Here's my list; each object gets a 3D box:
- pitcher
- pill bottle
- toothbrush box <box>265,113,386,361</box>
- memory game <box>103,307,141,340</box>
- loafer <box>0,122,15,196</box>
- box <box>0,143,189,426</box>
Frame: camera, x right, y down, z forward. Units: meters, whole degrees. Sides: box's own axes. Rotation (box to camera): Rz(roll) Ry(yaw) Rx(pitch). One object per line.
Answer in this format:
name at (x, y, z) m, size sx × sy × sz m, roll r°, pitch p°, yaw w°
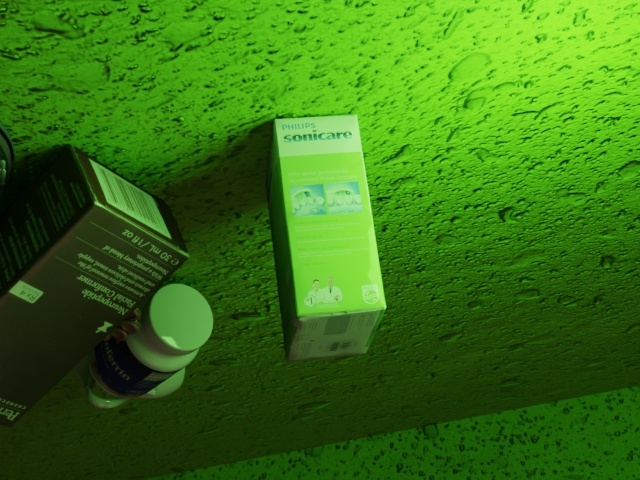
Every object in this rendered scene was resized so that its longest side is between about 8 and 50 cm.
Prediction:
pitcher at (-0.373, 0.268, 2.205) m, size 0.207 × 0.178 × 0.126 m, roll 6°, pitch 127°, yaw -27°
pill bottle at (-0.311, 0.183, 2.045) m, size 0.153 × 0.153 × 0.264 m, roll 7°, pitch 153°, yaw -33°
toothbrush box at (0.000, 0.000, 1.530) m, size 0.122 × 0.283 × 0.206 m, roll -6°, pitch 157°, yaw -8°
memory game at (-0.392, 0.112, 1.909) m, size 0.186 × 0.012 × 0.186 m, roll 12°, pitch 138°, yaw 11°
loafer at (-0.464, -0.061, 1.473) m, size 0.109 × 0.095 × 0.302 m, roll 1°, pitch 156°, yaw -21°
box at (-0.389, 0.070, 1.540) m, size 0.381 × 0.143 × 0.191 m, roll -42°, pitch 138°, yaw 13°
